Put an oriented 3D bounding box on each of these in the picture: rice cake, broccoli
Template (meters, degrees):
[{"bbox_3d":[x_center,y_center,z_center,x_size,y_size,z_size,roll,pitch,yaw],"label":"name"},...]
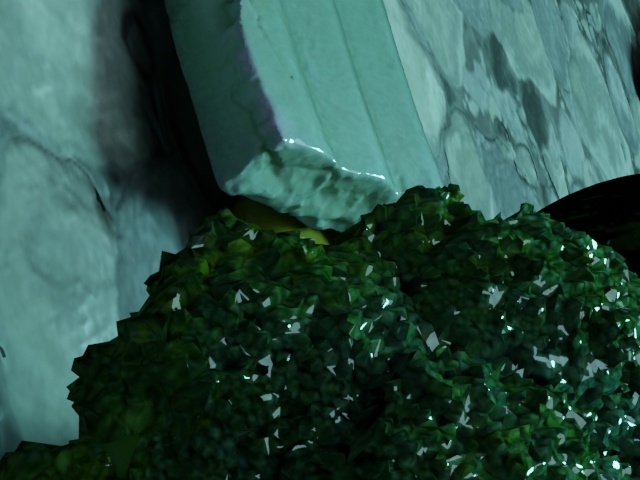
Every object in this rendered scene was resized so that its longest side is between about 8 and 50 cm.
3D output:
[{"bbox_3d":[-0.019,-0.113,0.758,0.127,0.043,0.237,21,48,-46],"label":"rice cake"},{"bbox_3d":[0.009,0.116,0.518,0.261,0.269,0.241,38,2,-25],"label":"broccoli"}]

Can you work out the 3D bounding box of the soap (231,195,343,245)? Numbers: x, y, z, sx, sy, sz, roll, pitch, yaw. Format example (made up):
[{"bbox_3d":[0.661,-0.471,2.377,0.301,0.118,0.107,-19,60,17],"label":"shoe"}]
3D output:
[{"bbox_3d":[-0.001,0.000,0.776,0.140,0.045,0.089,-59,132,-59],"label":"soap"}]

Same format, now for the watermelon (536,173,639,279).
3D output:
[{"bbox_3d":[0.164,0.098,0.839,0.269,0.269,0.269,48,35,-49],"label":"watermelon"}]
